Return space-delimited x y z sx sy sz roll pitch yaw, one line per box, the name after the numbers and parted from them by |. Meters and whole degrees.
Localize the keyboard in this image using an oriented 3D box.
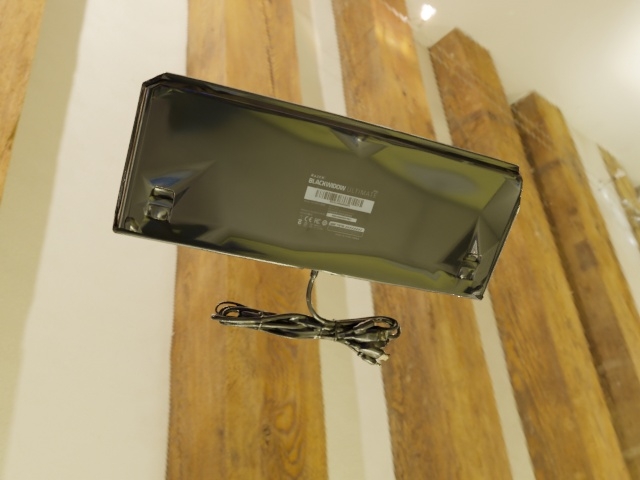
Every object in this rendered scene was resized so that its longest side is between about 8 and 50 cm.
0.000 0.000 0.527 0.317 0.202 0.033 12 -162 -19 | keyboard
